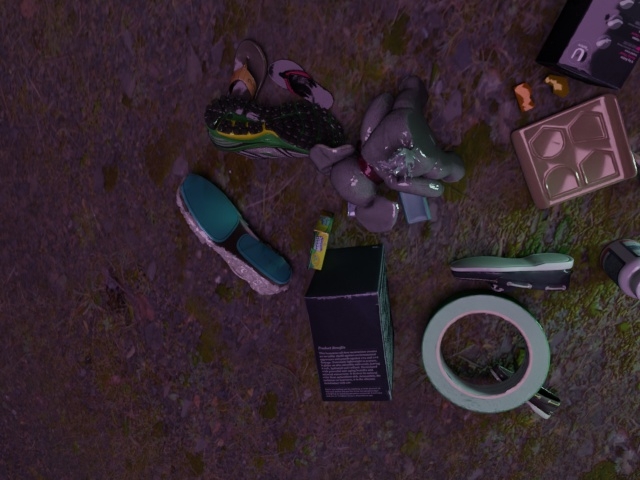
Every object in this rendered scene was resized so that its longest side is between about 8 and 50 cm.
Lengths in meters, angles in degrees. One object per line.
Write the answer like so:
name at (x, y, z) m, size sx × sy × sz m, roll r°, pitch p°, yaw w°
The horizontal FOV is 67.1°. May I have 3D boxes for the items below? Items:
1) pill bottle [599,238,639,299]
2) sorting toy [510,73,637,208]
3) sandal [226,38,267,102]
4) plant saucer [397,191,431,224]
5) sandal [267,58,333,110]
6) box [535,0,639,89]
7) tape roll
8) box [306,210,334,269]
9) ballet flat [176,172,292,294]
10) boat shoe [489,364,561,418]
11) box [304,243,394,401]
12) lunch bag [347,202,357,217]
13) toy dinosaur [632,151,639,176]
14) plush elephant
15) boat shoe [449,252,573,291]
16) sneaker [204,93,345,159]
pill bottle at (0.753, 0.076, 1.146) m, size 0.108 × 0.180 × 0.107 m, roll 3°, pitch 112°, yaw 8°
sorting toy at (0.574, -0.247, 1.128) m, size 0.229 × 0.041 × 0.307 m, roll -20°, pitch 107°, yaw 21°
sandal at (-0.196, -0.378, 1.183) m, size 0.090 × 0.060 × 0.219 m, roll 28°, pitch 113°, yaw -3°
plant saucer at (0.230, -0.132, 1.237) m, size 0.067 × 0.018 × 0.192 m, roll -14°, pitch 109°, yaw 14°
sandal at (-0.046, -0.378, 1.169) m, size 0.179 × 0.040 × 0.067 m, roll 33°, pitch 111°, yaw -5°
box at (0.583, -0.463, 0.969) m, size 0.143 × 0.165 × 0.270 m, roll 22°, pitch 113°, yaw 0°
tape roll at (0.435, 0.295, 1.293) m, size 0.322 × 0.077 × 0.321 m, roll 1°, pitch 95°, yaw 16°
box at (0.000, 0.000, 1.237) m, size 0.043 × 0.179 × 0.105 m, roll 14°, pitch 113°, yaw 4°
ballet flat at (-0.253, 0.006, 1.312) m, size 0.147 × 0.147 × 0.409 m, roll -39°, pitch 101°, yaw 20°
boat shoe at (0.580, 0.413, 1.366) m, size 0.228 × 0.081 × 0.068 m, roll 37°, pitch 105°, yaw -10°
box at (0.087, 0.200, 1.241) m, size 0.183 × 0.296 × 0.293 m, roll -4°, pitch 110°, yaw 11°
lunch bag at (0.108, -0.100, 1.249) m, size 0.071 × 0.053 × 0.083 m, roll 0°, pitch 86°, yaw 10°
toy dinosaur at (0.807, -0.131, 1.124) m, size 0.118 × 0.064 × 0.268 m, roll -30°, pitch 101°, yaw 25°
plush elephant at (0.136, -0.175, 1.101) m, size 0.255 × 0.330 × 0.271 m, roll -24°, pitch 103°, yaw 38°
boat shoe at (0.485, 0.091, 1.232) m, size 0.303 × 0.114 × 0.091 m, roll -1°, pitch 105°, yaw 10°
sneaker at (-0.107, -0.265, 1.194) m, size 0.344 × 0.146 × 0.134 m, roll 9°, pitch 70°, yaw -6°
